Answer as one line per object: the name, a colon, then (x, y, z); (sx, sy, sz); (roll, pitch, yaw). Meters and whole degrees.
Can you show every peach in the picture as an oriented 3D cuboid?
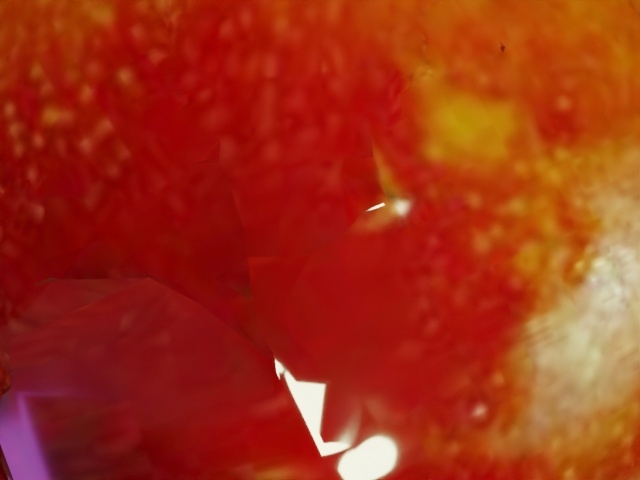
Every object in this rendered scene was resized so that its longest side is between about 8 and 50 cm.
peach: (0.000, 0.000, 0.534); (0.388, 0.388, 0.388); (36, -173, -6)
